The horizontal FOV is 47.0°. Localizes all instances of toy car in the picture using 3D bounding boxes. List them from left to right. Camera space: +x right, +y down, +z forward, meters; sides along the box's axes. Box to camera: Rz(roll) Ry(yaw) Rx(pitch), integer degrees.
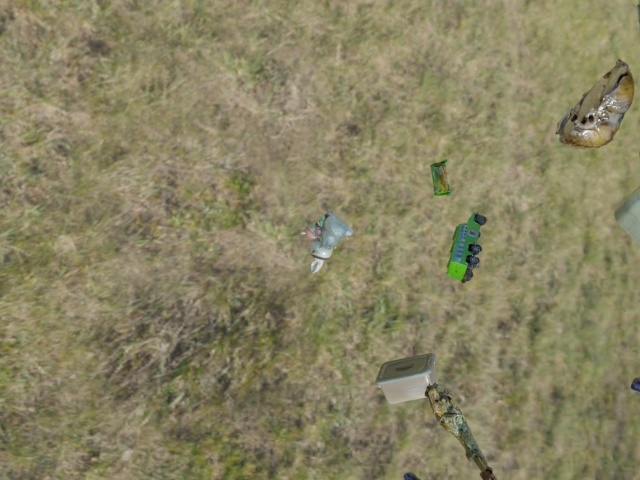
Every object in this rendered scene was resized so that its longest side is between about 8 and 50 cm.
[{"bbox_3d":[0.321,0.011,1.622,0.062,0.071,0.165,15,55,5],"label":"toy car"}]

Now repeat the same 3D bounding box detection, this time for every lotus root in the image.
[{"bbox_3d":[0.509,-0.236,1.323,0.078,0.167,0.329,45,32,1],"label":"lotus root"}]

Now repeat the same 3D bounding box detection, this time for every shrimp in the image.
[{"bbox_3d":[0.187,0.260,0.965,0.178,0.034,0.124,57,3,-44],"label":"shrimp"}]

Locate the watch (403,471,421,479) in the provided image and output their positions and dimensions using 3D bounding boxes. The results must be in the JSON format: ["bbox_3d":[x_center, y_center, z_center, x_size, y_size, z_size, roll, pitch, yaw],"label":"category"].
[{"bbox_3d":[0.080,0.545,1.152,0.276,0.068,0.275,-23,91,-7],"label":"watch"}]

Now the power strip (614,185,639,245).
[{"bbox_3d":[0.425,-0.052,0.792,0.270,0.046,0.118,-34,73,-30],"label":"power strip"}]

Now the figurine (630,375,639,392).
[{"bbox_3d":[1.010,0.404,1.845,0.193,0.420,0.154,-14,122,-67],"label":"figurine"}]

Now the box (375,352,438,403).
[{"bbox_3d":[0.182,0.285,1.513,0.062,0.122,0.089,68,22,-13],"label":"box"}]

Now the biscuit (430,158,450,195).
[{"bbox_3d":[0.292,-0.151,1.798,0.016,0.046,0.089,5,77,-57],"label":"biscuit"}]

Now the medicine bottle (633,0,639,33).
[{"bbox_3d":[0.635,-0.320,1.150,0.137,0.250,0.141,46,44,-47],"label":"medicine bottle"}]

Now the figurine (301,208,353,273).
[{"bbox_3d":[0.003,-0.002,1.810,0.098,0.146,0.081,49,18,28],"label":"figurine"}]
